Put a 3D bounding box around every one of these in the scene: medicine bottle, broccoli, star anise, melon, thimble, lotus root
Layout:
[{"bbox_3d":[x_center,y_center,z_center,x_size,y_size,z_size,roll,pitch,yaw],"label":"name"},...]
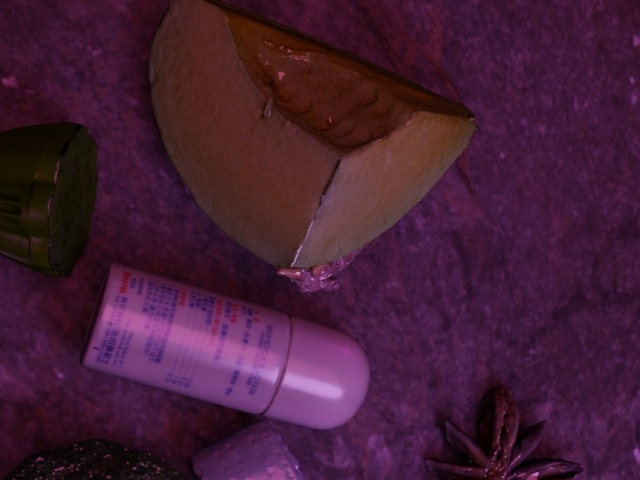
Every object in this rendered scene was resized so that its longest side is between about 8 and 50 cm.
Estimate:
[{"bbox_3d":[-0.104,0.133,1.488,0.341,0.130,0.130,17,79,-12],"label":"medicine bottle"},{"bbox_3d":[-0.244,0.343,1.378,0.261,0.269,0.241,34,113,25],"label":"broccoli"},{"bbox_3d":[0.226,0.300,1.586,0.229,0.093,0.236,2,79,-10],"label":"star anise"},{"bbox_3d":[-0.039,-0.164,1.499,0.331,0.226,0.343,-41,58,-15],"label":"melon"},{"bbox_3d":[-0.076,0.299,1.476,0.118,0.127,0.151,-26,101,-15],"label":"thimble"},{"bbox_3d":[-0.360,-0.057,1.436,0.186,0.186,0.186,2,83,-15],"label":"lotus root"}]

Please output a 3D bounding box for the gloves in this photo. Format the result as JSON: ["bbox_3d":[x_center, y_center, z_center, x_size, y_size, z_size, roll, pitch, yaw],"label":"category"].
[{"bbox_3d":[0.008,0.004,1.552,0.144,0.094,0.110,-18,60,-4],"label":"gloves"}]
